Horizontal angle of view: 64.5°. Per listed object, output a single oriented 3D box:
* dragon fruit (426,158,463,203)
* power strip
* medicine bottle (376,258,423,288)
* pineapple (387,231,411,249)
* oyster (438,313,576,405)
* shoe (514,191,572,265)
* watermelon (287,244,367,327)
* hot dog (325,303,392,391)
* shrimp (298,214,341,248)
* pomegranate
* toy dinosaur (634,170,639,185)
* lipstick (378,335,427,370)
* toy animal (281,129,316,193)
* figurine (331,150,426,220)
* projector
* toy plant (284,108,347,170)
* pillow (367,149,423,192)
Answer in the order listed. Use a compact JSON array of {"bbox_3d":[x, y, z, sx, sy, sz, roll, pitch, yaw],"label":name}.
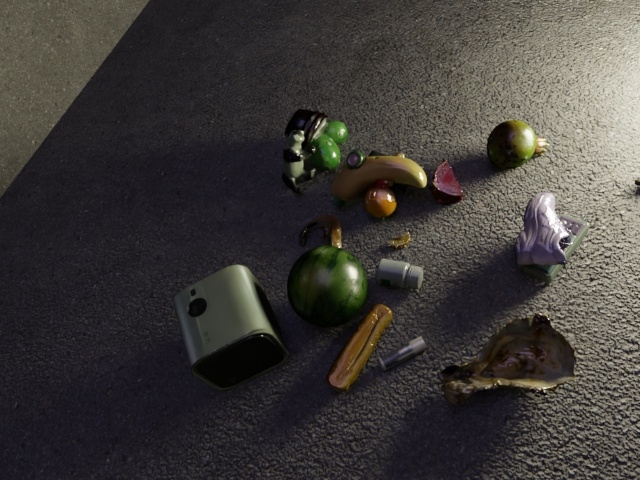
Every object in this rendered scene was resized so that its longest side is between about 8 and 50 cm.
[{"bbox_3d":[0.396,-0.180,1.663,0.096,0.102,0.147,-21,59,7],"label":"dragon fruit"},{"bbox_3d":[0.660,0.012,1.479,0.215,0.061,0.145,-46,50,-14],"label":"power strip"},{"bbox_3d":[0.240,0.104,1.537,0.130,0.080,0.080,10,62,23],"label":"medicine bottle"},{"bbox_3d":[0.258,0.005,1.633,0.083,0.019,0.045,-26,51,-2],"label":"pineapple"},{"bbox_3d":[0.470,0.328,1.286,0.337,0.133,0.197,-26,56,3],"label":"oyster"},{"bbox_3d":[0.641,-0.030,1.422,0.138,0.095,0.245,12,63,33],"label":"shoe"},{"bbox_3d":[0.021,0.135,1.496,0.242,0.242,0.242,-9,56,13],"label":"watermelon"},{"bbox_3d":[0.116,0.307,1.459,0.088,0.061,0.286,31,71,28],"label":"hot dog"},{"bbox_3d":[0.000,0.000,1.704,0.152,0.046,0.219,-13,51,9],"label":"shrimp"},{"bbox_3d":[0.636,-0.308,1.643,0.205,0.159,0.159,1,55,-10],"label":"pomegranate"},{"bbox_3d":[1.028,-0.145,1.478,0.187,0.087,0.179,2,95,37],"label":"toy dinosaur"},{"bbox_3d":[0.230,0.318,1.427,0.141,0.040,0.040,-27,54,0],"label":"lipstick"},{"bbox_3d":[-0.086,-0.290,1.829,0.121,0.225,0.094,33,47,31],"label":"toy animal"},{"bbox_3d":[0.190,-0.181,1.684,0.325,0.124,0.222,2,85,25],"label":"figurine"},{"bbox_3d":[-0.263,0.259,1.499,0.249,0.248,0.249,-27,54,-1],"label":"projector"},{"bbox_3d":[-0.010,-0.382,1.892,0.235,0.175,0.218,28,62,4],"label":"toy plant"},{"bbox_3d":[0.240,-0.244,1.781,0.208,0.055,0.141,22,61,27],"label":"pillow"}]
